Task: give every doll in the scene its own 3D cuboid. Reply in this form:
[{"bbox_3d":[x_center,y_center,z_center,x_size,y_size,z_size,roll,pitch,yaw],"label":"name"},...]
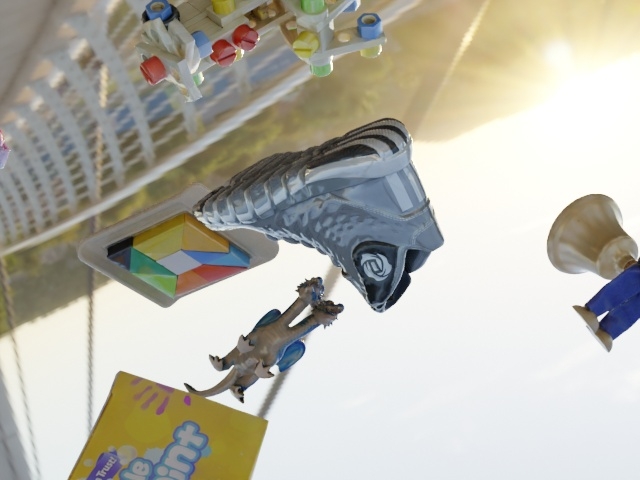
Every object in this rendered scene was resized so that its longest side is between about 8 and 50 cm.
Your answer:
[{"bbox_3d":[0.366,0.041,1.146,0.189,0.129,0.046,-39,-145,5],"label":"doll"}]

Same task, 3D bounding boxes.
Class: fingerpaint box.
[{"bbox_3d":[-0.206,0.410,0.955,0.445,0.163,0.371,-70,179,-49],"label":"fingerpaint box"}]

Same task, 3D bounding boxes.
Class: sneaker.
[{"bbox_3d":[0.000,0.000,0.786,0.086,0.132,0.229,-39,-164,-35],"label":"sneaker"}]

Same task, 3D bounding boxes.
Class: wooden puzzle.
[{"bbox_3d":[-0.216,0.020,1.637,0.239,0.044,0.221,-27,140,24],"label":"wooden puzzle"}]

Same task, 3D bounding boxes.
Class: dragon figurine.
[{"bbox_3d":[-0.078,0.156,1.533,0.144,0.085,0.289,-33,171,-45],"label":"dragon figurine"}]

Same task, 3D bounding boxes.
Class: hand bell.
[{"bbox_3d":[0.417,0.041,1.397,0.126,0.126,0.242,-26,-147,-12],"label":"hand bell"}]

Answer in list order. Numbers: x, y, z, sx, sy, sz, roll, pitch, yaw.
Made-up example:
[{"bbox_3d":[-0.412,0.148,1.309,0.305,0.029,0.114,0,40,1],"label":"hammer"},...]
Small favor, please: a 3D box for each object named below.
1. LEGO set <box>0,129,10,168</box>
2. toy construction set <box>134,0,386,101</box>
[{"bbox_3d":[-0.340,-0.066,0.662,0.287,0.132,0.107,-28,149,-48],"label":"LEGO set"},{"bbox_3d":[-0.099,-0.253,1.320,0.328,0.215,0.151,-25,141,-33],"label":"toy construction set"}]
